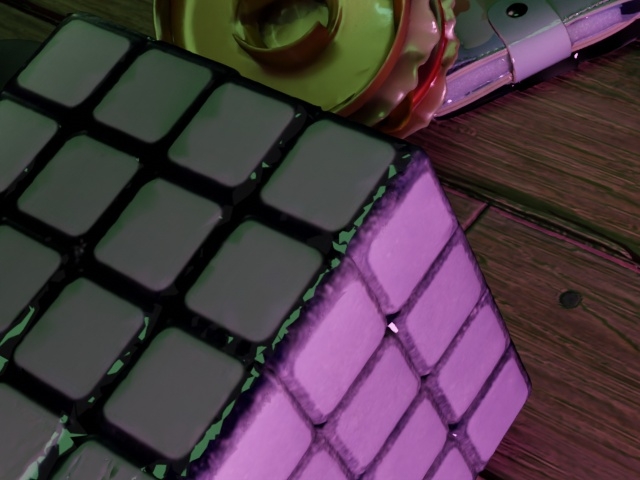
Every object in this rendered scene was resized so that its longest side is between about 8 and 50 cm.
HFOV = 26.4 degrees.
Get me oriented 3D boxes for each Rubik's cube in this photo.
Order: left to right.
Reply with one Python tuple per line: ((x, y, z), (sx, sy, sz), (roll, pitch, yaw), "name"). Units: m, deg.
((-0.098, 0.100, 0.968), (0.337, 0.344, 0.343), (25, 69, 31), "Rubik's cube")

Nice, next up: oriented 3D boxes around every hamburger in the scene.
((-0.009, -0.187, 1.259), (0.274, 0.212, 0.274), (-3, 78, 17), "hamburger")

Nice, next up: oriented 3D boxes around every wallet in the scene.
((0.191, -0.226, 1.389), (0.250, 0.075, 0.176), (-23, 43, -4), "wallet")

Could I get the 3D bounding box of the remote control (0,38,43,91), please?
((-0.370, -0.087, 1.398), (0.221, 0.103, 0.332), (12, 52, 21), "remote control")
